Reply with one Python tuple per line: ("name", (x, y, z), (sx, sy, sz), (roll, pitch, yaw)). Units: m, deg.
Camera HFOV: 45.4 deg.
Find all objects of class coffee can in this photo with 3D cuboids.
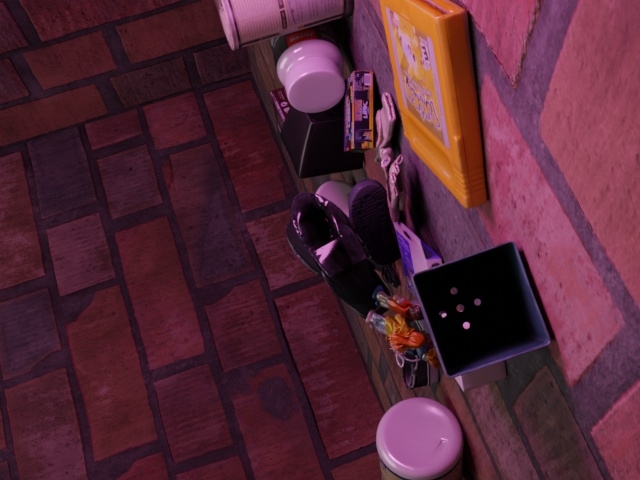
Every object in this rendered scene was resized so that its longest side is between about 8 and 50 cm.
("coffee can", (-0.090, -0.551, 1.670), (0.201, 0.275, 0.201), (162, 90, -83))

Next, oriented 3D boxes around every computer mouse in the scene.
("computer mouse", (0.144, 0.018, 2.231), (0.272, 0.072, 0.188), (-122, 14, -65))

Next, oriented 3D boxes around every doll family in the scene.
("doll family", (0.204, 0.226, 1.743), (0.163, 0.118, 0.263), (22, 161, 43))

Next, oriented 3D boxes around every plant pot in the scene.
("plant pot", (0.008, -0.300, 2.055), (0.167, 0.187, 0.188), (98, 156, -50))
("plant pot", (0.244, 0.113, 1.255), (0.234, 0.166, 0.165), (68, -177, -84))

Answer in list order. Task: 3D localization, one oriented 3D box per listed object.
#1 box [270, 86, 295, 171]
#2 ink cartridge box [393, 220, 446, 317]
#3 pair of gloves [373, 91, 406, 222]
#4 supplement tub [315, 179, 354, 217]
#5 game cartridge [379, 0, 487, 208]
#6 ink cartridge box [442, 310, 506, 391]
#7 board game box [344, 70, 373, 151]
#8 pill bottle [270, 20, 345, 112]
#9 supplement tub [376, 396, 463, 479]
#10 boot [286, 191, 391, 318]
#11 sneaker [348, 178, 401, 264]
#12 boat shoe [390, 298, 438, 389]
("box", (-0.035, -0.345, 2.282), (0.203, 0.167, 0.168), (79, 171, -50))
("ink cartridge box", (0.227, 0.052, 1.722), (0.206, 0.045, 0.208), (-125, 17, -66))
("pair of gloves", (0.143, -0.175, 1.650), (0.204, 0.042, 0.240), (93, 169, -76))
("supplement tub", (0.051, -0.091, 2.389), (0.199, 0.144, 0.144), (90, 161, -72))
("game cartridge", (0.178, -0.250, 1.248), (0.285, 0.053, 0.323), (-118, 12, -56))
("ink cartridge box", (0.283, 0.203, 1.472), (0.143, 0.090, 0.092), (-117, 11, -60))
("board game box", (0.085, -0.288, 1.733), (0.141, 0.048, 0.170), (-163, 73, -82))
("pill bottle", (-0.034, -0.454, 1.819), (0.161, 0.161, 0.283), (81, 177, -57))
("supplement tub", (0.273, 0.596, 2.073), (0.316, 0.228, 0.228), (79, 170, -48))
("boot", (0.002, 0.001, 1.819), (0.367, 0.146, 0.445), (43, 179, 22))
("sneaker", (0.122, -0.067, 1.873), (0.319, 0.112, 0.131), (68, -177, -54))
("boat shoe", (0.240, 0.281, 2.007), (0.306, 0.105, 0.113), (78, 171, -46))
